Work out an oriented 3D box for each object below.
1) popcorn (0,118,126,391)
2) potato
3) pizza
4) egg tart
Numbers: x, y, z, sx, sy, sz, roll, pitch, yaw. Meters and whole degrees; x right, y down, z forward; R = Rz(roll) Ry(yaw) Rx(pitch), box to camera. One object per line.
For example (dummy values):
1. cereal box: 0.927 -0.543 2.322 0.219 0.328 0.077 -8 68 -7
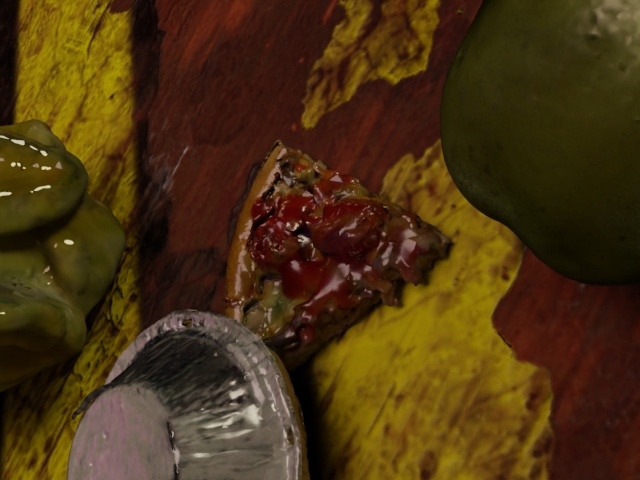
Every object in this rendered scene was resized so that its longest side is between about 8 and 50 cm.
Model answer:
1. popcorn: -0.327 0.020 0.995 0.312 0.312 0.312 -21 56 34
2. potato: 0.201 -0.116 0.623 0.304 0.216 0.216 -56 42 20
3. pizza: 0.000 0.000 0.854 0.193 0.053 0.201 -19 57 35
4. egg tart: -0.106 0.161 0.818 0.234 0.094 0.234 -14 70 43
